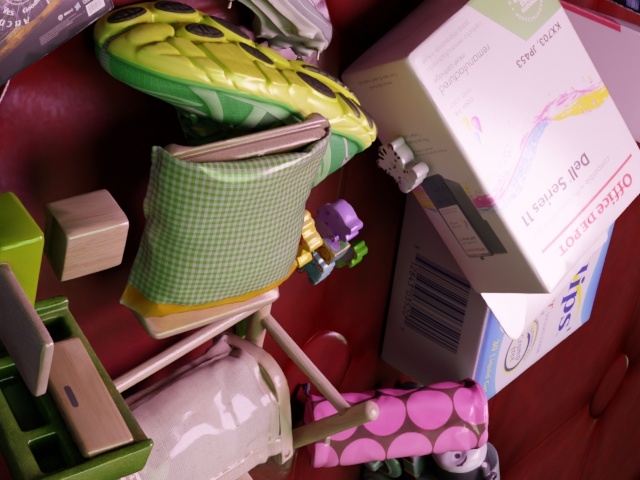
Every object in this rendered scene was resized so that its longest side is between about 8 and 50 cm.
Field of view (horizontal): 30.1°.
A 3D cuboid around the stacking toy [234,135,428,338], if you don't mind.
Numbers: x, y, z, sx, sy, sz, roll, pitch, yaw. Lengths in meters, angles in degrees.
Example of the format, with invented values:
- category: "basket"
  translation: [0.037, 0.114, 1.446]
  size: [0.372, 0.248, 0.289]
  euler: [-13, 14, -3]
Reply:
- category: "stacking toy"
  translation: [0.000, 0.000, 1.175]
  size: [0.167, 0.052, 0.221]
  euler: [-33, 167, -34]

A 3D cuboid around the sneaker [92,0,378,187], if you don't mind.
- category: "sneaker"
  translation: [-0.068, -0.100, 0.971]
  size: [0.295, 0.109, 0.123]
  euler: [19, 115, -48]

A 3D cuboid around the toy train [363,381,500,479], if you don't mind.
- category: "toy train"
  translation: [0.161, 0.327, 1.585]
  size: [0.142, 0.190, 0.334]
  euler: [-44, 146, -27]

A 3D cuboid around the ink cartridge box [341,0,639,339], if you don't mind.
- category: "ink cartridge box"
  translation: [0.204, -0.086, 1.215]
  size: [0.207, 0.119, 0.353]
  euler: [-44, 111, -26]

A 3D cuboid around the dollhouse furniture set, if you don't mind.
- category: "dollhouse furniture set"
  translation: [-0.102, 0.046, 0.901]
  size: [0.302, 0.151, 0.197]
  euler: [-17, 147, -32]

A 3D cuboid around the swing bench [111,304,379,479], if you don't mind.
- category: "swing bench"
  translation: [-0.127, 0.211, 1.084]
  size: [0.253, 0.165, 0.254]
  euler: [-29, 161, -43]

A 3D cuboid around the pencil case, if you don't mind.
- category: "pencil case"
  translation: [0.084, 0.205, 1.364]
  size: [0.098, 0.209, 0.095]
  euler: [173, -87, -86]

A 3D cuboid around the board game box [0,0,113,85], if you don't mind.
- category: "board game box"
  translation: [-0.225, -0.160, 0.781]
  size: [0.186, 0.026, 0.126]
  euler: [-42, 144, -28]

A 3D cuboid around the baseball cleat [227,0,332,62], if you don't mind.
- category: "baseball cleat"
  translation: [-0.032, -0.222, 0.973]
  size: [0.206, 0.072, 0.109]
  euler: [32, 67, -71]

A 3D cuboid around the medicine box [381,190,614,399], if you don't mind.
- category: "medicine box"
  translation: [0.231, 0.020, 1.480]
  size: [0.289, 0.149, 0.263]
  euler: [-29, 137, -41]

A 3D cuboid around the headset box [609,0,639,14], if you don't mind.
- category: "headset box"
  translation: [0.392, -0.421, 1.315]
  size: [0.283, 0.131, 0.246]
  euler: [-62, 167, 0]

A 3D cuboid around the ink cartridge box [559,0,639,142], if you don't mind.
- category: "ink cartridge box"
  translation: [0.397, -0.203, 1.485]
  size: [0.283, 0.207, 0.117]
  euler: [-4, 119, -55]
